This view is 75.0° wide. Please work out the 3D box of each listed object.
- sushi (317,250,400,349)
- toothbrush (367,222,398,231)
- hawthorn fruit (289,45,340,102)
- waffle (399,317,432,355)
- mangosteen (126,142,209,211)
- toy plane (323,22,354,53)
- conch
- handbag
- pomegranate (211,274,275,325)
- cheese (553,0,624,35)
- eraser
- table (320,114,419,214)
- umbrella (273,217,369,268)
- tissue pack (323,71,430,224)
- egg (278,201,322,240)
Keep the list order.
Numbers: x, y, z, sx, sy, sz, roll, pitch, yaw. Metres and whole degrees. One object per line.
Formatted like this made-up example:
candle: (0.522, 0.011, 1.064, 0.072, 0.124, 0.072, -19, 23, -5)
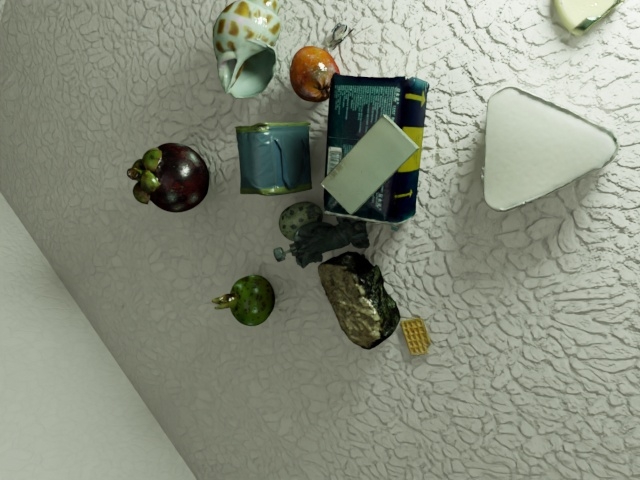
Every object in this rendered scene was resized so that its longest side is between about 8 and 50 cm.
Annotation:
sushi: (0.133, 0.208, 1.477, 0.211, 0.171, 0.350, -29, 87, 35)
toothbrush: (0.178, -0.066, 1.464, 0.204, 0.017, 0.022, 16, 92, 25)
hawthorn fruit: (-0.023, -0.542, 1.359, 0.173, 0.173, 0.173, 9, 108, 28)
waffle: (0.342, 0.343, 1.480, 0.092, 0.021, 0.135, -18, 94, 33)
mangosteen: (-0.610, -0.255, 1.711, 0.300, 0.300, 0.300, 9, 108, 28)
toy plane: (0.053, -0.663, 1.359, 0.120, 0.031, 0.049, -33, 95, 30)
conch: (-0.237, -0.685, 1.427, 0.249, 0.197, 0.368, 31, 124, -21)
handbag: (-0.163, -0.286, 1.456, 0.222, 0.263, 0.241, 12, 109, 46)
pomegranate: (-0.304, 0.245, 1.704, 0.211, 0.263, 0.211, -10, 77, 51)
cheese: (0.612, -0.637, 1.025, 0.127, 0.054, 0.251, -39, 82, 33)
eraser: (0.596, -0.240, 1.094, 0.331, 0.150, 0.331, 9, 108, 31)
table: (0.133, -0.198, 1.098, 0.121, 0.111, 0.240, 47, 115, 4)
umbrella: (0.000, 0.002, 1.447, 0.349, 0.094, 0.143, -17, 77, 7)
tissue pack: (0.165, -0.281, 1.267, 0.264, 0.253, 0.416, 10, 109, 26)
egg: (-0.070, -0.071, 1.532, 0.181, 0.141, 0.141, -28, 89, 30)
